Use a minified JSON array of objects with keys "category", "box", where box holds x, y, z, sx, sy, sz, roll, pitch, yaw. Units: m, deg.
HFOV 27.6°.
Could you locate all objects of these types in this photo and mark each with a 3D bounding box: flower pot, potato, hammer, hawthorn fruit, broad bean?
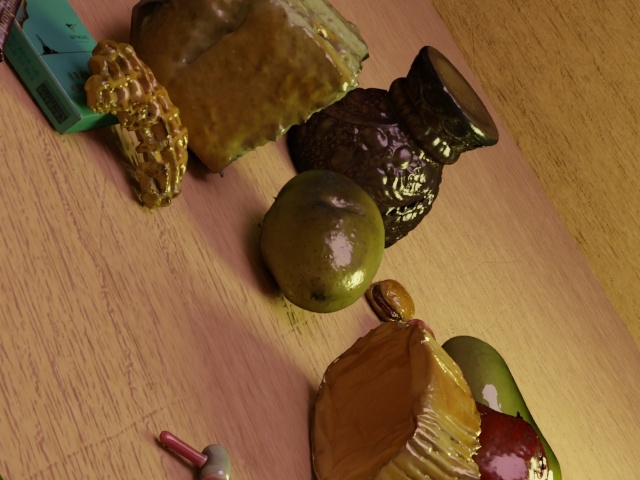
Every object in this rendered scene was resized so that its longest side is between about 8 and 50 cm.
[{"category":"flower pot","box":[0.125,-0.159,2.084,0.266,0.267,0.266,47,21,-23]},{"category":"potato","box":[0.000,0.000,1.719,0.169,0.143,0.248,12,33,-3]},{"category":"hammer","box":[-0.121,0.206,1.247,0.083,0.031,0.052,38,20,-24]},{"category":"hawthorn fruit","box":[0.178,0.306,1.607,0.181,0.181,0.235,54,41,0]},{"category":"broad bean","box":[0.250,0.265,1.871,0.238,0.119,0.291,41,22,-55]}]

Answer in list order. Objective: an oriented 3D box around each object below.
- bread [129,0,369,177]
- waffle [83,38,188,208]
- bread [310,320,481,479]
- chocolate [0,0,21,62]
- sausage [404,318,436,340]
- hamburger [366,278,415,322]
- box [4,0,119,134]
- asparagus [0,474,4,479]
[{"category":"bread","box":[-0.100,-0.277,1.795,0.264,0.239,0.395,51,17,-10]},{"category":"waffle","box":[-0.206,-0.137,1.498,0.194,0.051,0.149,59,24,-43]},{"category":"bread","box":[0.091,0.216,1.505,0.133,0.179,0.250,49,19,-29]},{"category":"chocolate","box":[-0.356,-0.256,1.394,0.086,0.028,0.182,33,44,-24]},{"category":"sausage","box":[0.127,0.179,1.806,0.074,0.074,0.274,50,19,-12]},{"category":"hamburger","box":[0.108,0.091,1.960,0.076,0.044,0.083,57,16,7]},{"category":"box","box":[-0.316,-0.230,1.506,0.229,0.041,0.162,55,19,1]},{"category":"asparagus","box":[-0.195,0.271,0.911,0.277,0.060,0.067,56,29,8]}]
